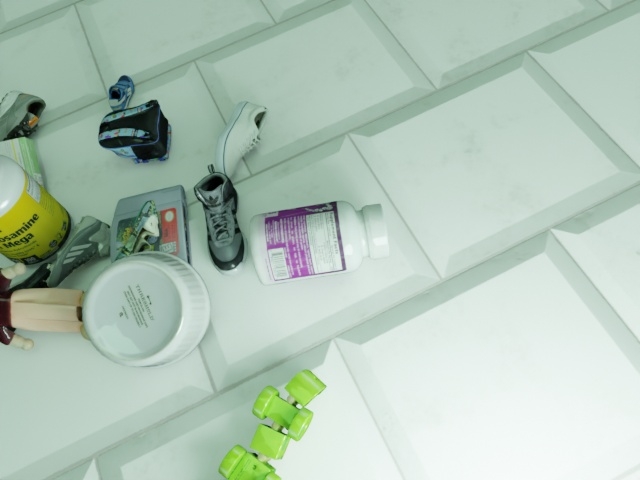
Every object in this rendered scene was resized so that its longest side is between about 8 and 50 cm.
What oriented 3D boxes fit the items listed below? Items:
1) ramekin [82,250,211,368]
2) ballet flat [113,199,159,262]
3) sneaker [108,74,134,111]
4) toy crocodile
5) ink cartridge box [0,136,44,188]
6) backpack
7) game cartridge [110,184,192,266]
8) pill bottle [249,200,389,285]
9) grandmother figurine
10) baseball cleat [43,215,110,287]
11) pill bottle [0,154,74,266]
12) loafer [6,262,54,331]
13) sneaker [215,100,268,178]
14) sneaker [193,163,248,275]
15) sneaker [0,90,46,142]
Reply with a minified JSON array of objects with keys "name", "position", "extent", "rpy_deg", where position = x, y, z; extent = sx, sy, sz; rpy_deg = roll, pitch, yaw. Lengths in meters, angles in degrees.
[{"name":"ramekin","position":[-0.388,0.153,1.183],"extent":[0.272,0.127,0.273],"rpy_deg":[0,84,1]},{"name":"ballet flat","position":[-0.427,-0.006,1.303],"extent":[0.070,0.070,0.189],"rpy_deg":[17,76,16]},{"name":"sneaker","position":[-0.599,-0.448,1.616],"extent":[0.053,0.059,0.144],"rpy_deg":[-5,61,8]},{"name":"toy crocodile","position":[-0.104,0.413,1.082],"extent":[0.115,0.105,0.341],"rpy_deg":[25,73,19]},{"name":"ink cartridge box","position":[-0.890,-0.173,1.474],"extent":[0.234,0.056,0.171],"rpy_deg":[-12,92,0]},{"name":"backpack","position":[-0.514,-0.291,1.489],"extent":[0.173,0.117,0.158],"rpy_deg":[-9,62,3]},{"name":"game cartridge","position":[-0.429,0.003,1.362],"extent":[0.195,0.060,0.295],"rpy_deg":[-16,61,4]},{"name":"pill bottle","position":[0.000,0.000,1.236],"extent":[0.301,0.169,0.170],"rpy_deg":[-9,62,2]},{"name":"grandmother figurine","position":[-0.699,0.153,1.228],"extent":[0.341,0.104,0.208],"rpy_deg":[1,91,-10]},{"name":"baseball cleat","position":[-0.591,0.036,1.339],"extent":[0.109,0.072,0.206],"rpy_deg":[26,65,-14]},{"name":"pill bottle","position":[-0.759,-0.083,1.291],"extent":[0.187,0.334,0.188],"rpy_deg":[-3,62,7]},{"name":"loafer","position":[-0.738,0.139,1.317],"extent":[0.078,0.076,0.223],"rpy_deg":[33,75,12]},{"name":"sneaker","position":[-0.210,-0.275,1.451],"extent":[0.091,0.094,0.258],"rpy_deg":[7,63,16]},{"name":"sneaker","position":[-0.247,-0.055,1.308],"extent":[0.101,0.153,0.269],"rpy_deg":[-13,62,2]},{"name":"sneaker","position":[-0.895,-0.326,1.573],"extent":[0.107,0.100,0.272],"rpy_deg":[7,63,6]}]
